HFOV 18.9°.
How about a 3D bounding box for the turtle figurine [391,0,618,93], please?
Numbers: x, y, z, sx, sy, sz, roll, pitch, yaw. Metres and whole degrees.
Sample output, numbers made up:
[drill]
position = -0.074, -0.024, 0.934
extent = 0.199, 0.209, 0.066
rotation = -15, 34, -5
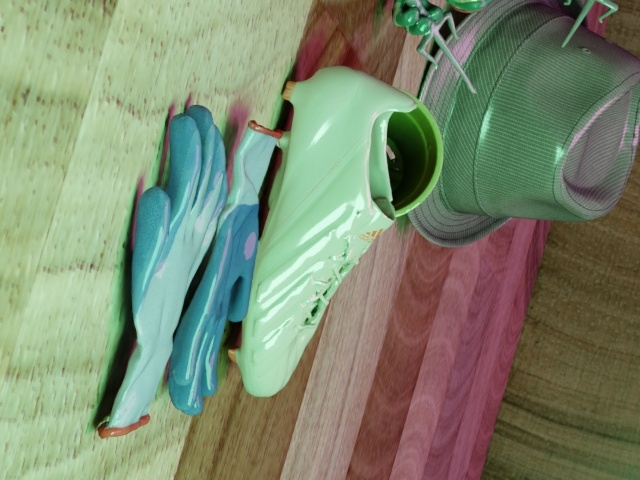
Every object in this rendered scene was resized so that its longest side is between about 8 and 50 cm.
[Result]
[turtle figurine]
position = 0.112, -0.204, 1.300
extent = 0.175, 0.118, 0.234
rotation = -27, 149, -15

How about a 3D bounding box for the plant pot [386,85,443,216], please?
[plant pot]
position = 0.031, -0.050, 1.201
extent = 0.079, 0.083, 0.083
rotation = 119, -13, -84

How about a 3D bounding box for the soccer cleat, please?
[soccer cleat]
position = 0.000, 0.000, 1.081
extent = 0.068, 0.076, 0.196
rotation = -29, 134, -76

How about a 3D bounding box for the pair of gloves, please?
[pair of gloves]
position = -0.062, 0.014, 0.933
extent = 0.198, 0.023, 0.159
rotation = -10, 117, -78

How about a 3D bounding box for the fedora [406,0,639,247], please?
[fedora]
position = 0.195, -0.095, 1.628
extent = 0.275, 0.124, 0.244
rotation = -16, 123, -57
